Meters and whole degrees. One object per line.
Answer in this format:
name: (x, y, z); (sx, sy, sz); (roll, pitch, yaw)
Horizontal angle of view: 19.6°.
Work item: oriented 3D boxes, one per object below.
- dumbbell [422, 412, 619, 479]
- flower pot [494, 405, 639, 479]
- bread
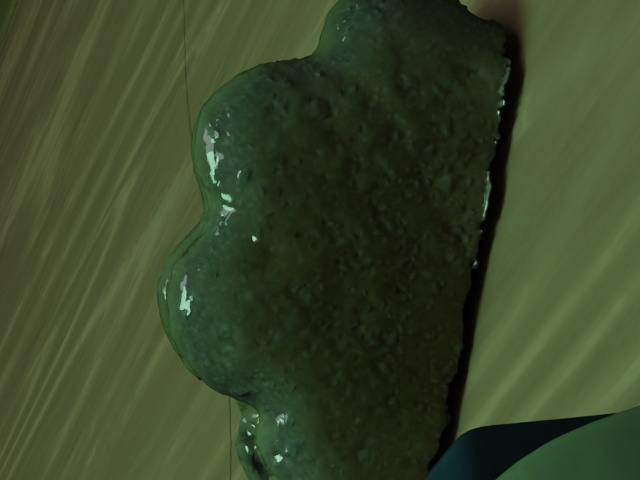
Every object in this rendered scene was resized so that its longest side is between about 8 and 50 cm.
dumbbell: (0.115, 0.226, 0.718); (0.143, 0.156, 0.316); (80, -177, -48)
flower pot: (0.206, 0.060, 0.420); (0.367, 0.254, 0.164); (123, 152, -49)
bread: (0.001, 0.001, 1.116); (0.102, 0.183, 0.337); (159, 123, -75)
